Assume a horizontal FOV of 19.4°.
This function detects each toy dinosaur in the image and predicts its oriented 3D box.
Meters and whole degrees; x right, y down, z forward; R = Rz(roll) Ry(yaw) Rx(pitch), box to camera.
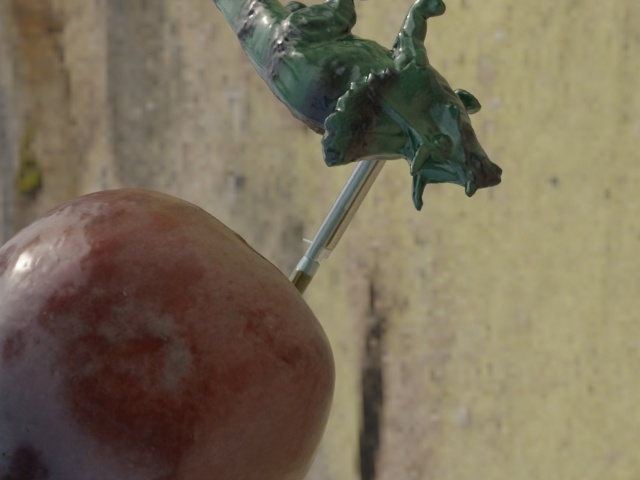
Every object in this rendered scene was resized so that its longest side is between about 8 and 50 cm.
[{"bbox_3d":[0.010,-0.125,1.186,0.292,0.120,0.079,50,158,31],"label":"toy dinosaur"}]

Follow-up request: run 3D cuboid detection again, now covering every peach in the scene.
[{"bbox_3d":[-0.082,0.063,0.754,0.152,0.152,0.152,179,90,-75],"label":"peach"}]

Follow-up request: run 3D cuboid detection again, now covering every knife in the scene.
[{"bbox_3d":[0.000,0.000,1.631,0.343,0.027,0.061,-59,-10,3],"label":"knife"}]
